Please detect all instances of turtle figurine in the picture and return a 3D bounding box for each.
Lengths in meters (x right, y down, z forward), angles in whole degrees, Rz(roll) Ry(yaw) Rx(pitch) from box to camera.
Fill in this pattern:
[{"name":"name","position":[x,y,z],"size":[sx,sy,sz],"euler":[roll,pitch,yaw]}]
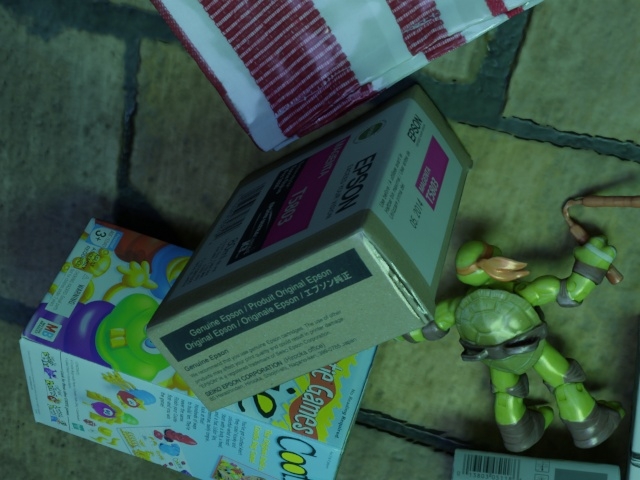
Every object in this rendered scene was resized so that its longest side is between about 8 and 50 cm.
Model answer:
[{"name":"turtle figurine","position":[0.171,0.076,0.903],"size":[0.269,0.087,0.217],"euler":[-20,112,26]}]

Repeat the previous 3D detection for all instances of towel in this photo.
[{"name":"towel","position":[0.016,-0.225,0.801],"size":[0.329,0.037,0.237],"euler":[-27,109,28]}]

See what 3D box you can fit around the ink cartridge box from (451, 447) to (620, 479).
[{"name":"ink cartridge box","position":[0.202,0.247,1.012],"size":[0.145,0.045,0.179],"euler":[3,153,14]}]

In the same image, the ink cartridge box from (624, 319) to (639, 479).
[{"name":"ink cartridge box","position":[0.336,0.174,0.915],"size":[0.148,0.086,0.203],"euler":[3,120,14]}]

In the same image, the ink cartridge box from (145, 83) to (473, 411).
[{"name":"ink cartridge box","position":[0.000,0.000,0.820],"size":[0.193,0.235,0.088],"euler":[-27,110,28]}]

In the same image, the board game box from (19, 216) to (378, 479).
[{"name":"board game box","position":[-0.100,0.112,0.954],"size":[0.275,0.142,0.144],"euler":[19,142,6]}]
